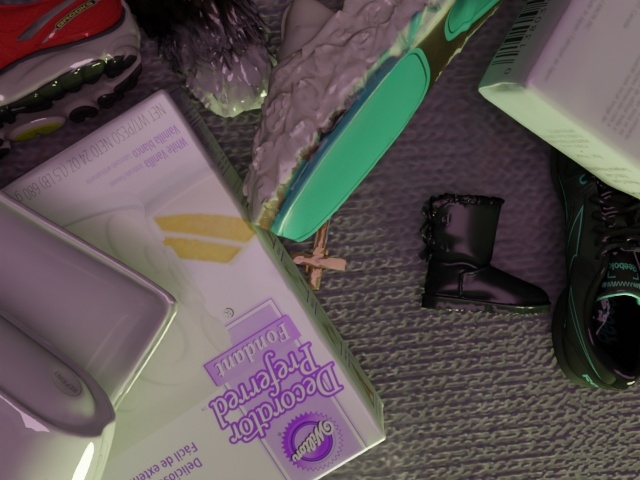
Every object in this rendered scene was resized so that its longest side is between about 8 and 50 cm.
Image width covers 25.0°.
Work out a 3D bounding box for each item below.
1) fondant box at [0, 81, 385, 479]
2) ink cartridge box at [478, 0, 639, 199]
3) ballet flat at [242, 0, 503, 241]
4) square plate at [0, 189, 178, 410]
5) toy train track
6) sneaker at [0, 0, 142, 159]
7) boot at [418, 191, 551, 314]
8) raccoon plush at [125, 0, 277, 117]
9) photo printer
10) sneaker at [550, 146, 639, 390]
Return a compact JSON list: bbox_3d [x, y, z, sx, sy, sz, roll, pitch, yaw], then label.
[{"bbox_3d":[-0.131,0.073,1.166,0.238,0.096,0.330,-32,99,5],"label":"fondant box"},{"bbox_3d":[0.360,-0.148,1.162,0.385,0.091,0.308,33,83,-19],"label":"ink cartridge box"},{"bbox_3d":[0.055,-0.180,1.153,0.147,0.147,0.409,42,81,-8],"label":"ballet flat"},{"bbox_3d":[-0.325,0.080,1.107,0.347,0.049,0.344,33,112,1],"label":"square plate"},{"bbox_3d":[0.000,0.000,1.224,0.048,0.014,0.083,9,89,0],"label":"toy train track"},{"bbox_3d":[-0.277,-0.130,1.151,0.279,0.107,0.118,-20,69,3],"label":"sneaker"},{"bbox_3d":[0.140,0.011,1.225,0.121,0.045,0.099,4,93,-5],"label":"boot"},{"bbox_3d":[-0.106,-0.313,1.036,0.216,0.299,0.446,-34,99,-2],"label":"raccoon plush"},{"bbox_3d":[-0.314,0.138,1.039,0.307,0.107,0.256,37,111,-1],"label":"photo printer"},{"bbox_3d":[0.250,-0.003,1.204,0.101,0.106,0.267,-2,95,-4],"label":"sneaker"}]
